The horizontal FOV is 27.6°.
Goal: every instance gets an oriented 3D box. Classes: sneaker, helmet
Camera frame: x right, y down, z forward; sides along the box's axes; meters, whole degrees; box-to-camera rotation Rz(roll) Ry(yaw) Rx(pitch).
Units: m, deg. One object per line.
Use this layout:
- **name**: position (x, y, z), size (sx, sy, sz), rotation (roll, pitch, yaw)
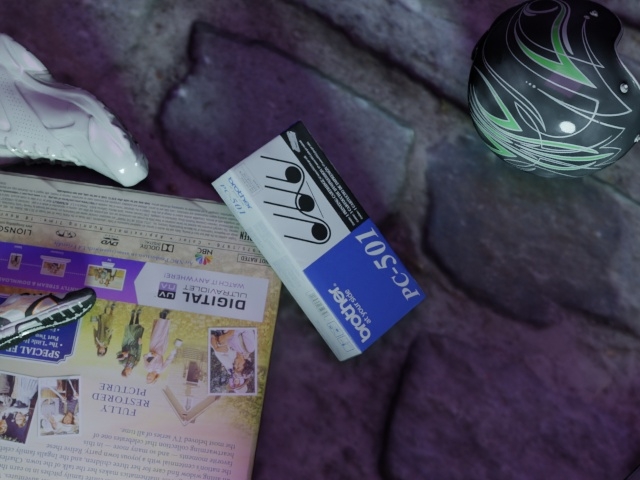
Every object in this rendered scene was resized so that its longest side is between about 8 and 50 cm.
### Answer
- **sneaker**: position (-0.270, -0.103, 1.277), size (0.232, 0.090, 0.115), rotation (34, 80, 24)
- **helmet**: position (0.228, -0.140, 1.264), size (0.169, 0.169, 0.162), rotation (3, 53, -1)
- **sneaker**: position (-0.255, 0.060, 1.166), size (0.109, 0.040, 0.044), rotation (-20, 68, -10)

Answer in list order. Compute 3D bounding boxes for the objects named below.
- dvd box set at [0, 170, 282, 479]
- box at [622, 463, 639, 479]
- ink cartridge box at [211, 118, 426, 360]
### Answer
- **dvd box set**: position (-0.203, 0.153, 1.187), size (0.307, 0.062, 0.421), rotation (7, 68, 0)
- **box**: position (0.375, 0.268, 1.163), size (0.270, 0.060, 0.216), rotation (-39, 75, -15)
- **ink cartridge box**: position (0.000, 0.000, 1.215), size (0.097, 0.046, 0.207), rotation (-38, 95, -32)
